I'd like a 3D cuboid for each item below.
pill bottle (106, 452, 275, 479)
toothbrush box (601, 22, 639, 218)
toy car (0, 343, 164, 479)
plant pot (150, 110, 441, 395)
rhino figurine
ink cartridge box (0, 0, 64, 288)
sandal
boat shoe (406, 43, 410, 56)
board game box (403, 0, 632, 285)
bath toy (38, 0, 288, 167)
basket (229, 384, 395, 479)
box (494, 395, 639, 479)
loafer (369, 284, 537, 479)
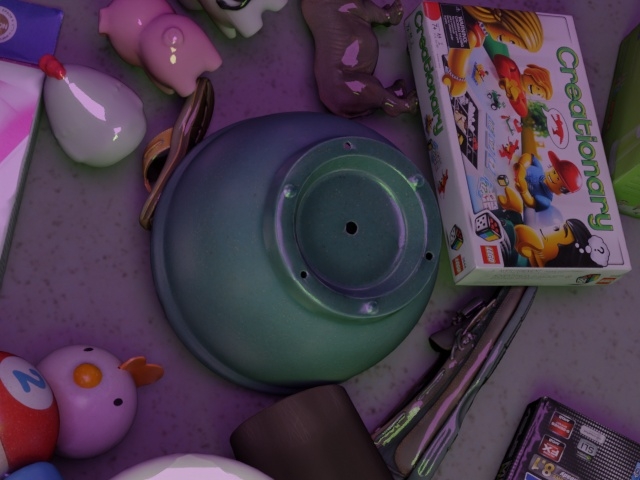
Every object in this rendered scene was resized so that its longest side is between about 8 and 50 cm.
[{"bbox_3d":[-0.128,0.317,1.360,0.224,0.392,0.224,2,75,-9],"label":"pill bottle"},{"bbox_3d":[0.398,-0.152,1.629,0.122,0.283,0.206,16,73,-5],"label":"toothbrush box"},{"bbox_3d":[-0.254,0.157,1.493,0.238,0.210,0.219,-26,69,-28],"label":"toy car"},{"bbox_3d":[0.000,0.000,1.532,0.293,0.196,0.293,4,80,-22],"label":"plant pot"},{"bbox_3d":[0.033,-0.241,1.700,0.106,0.073,0.243,-7,75,-14],"label":"rhino figurine"},{"bbox_3d":[-0.453,-0.133,1.591,0.324,0.071,0.330,12,75,-6],"label":"ink cartridge box"},{"bbox_3d":[-0.159,-0.092,1.633,0.049,0.072,0.180,14,72,10],"label":"sandal"},{"bbox_3d":[0.155,-0.185,1.720,0.137,0.049,0.043,23,73,-9],"label":"boat shoe"},{"bbox_3d":[0.205,-0.102,1.644,0.193,0.053,0.305,1,68,-26],"label":"board game box"},{"bbox_3d":[-0.163,-0.229,1.627,0.348,0.151,0.129,-47,115,-15],"label":"bath toy"},{"bbox_3d":[0.013,0.269,1.517,0.154,0.204,0.227,-23,70,-8],"label":"basket"},{"bbox_3d":[0.298,0.317,1.606,0.270,0.060,0.216,28,72,-2],"label":"box"},{"bbox_3d":[0.133,0.132,1.612,0.084,0.096,0.267,30,75,5],"label":"loafer"}]
